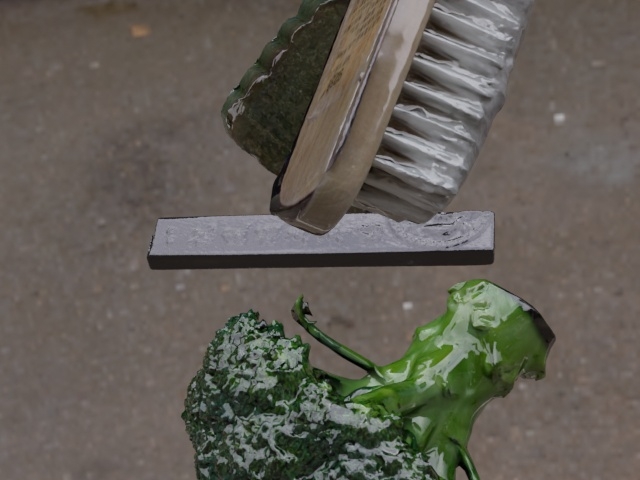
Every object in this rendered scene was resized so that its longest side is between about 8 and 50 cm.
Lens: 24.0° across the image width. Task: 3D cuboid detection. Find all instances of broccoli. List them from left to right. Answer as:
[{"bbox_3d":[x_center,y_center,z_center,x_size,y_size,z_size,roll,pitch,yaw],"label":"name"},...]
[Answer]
[{"bbox_3d":[0.036,0.149,1.140,0.297,0.297,0.297,21,61,41],"label":"broccoli"}]

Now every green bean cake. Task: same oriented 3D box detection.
[{"bbox_3d":[0.012,-0.129,1.443,0.173,0.181,0.094,-52,23,2],"label":"green bean cake"}]

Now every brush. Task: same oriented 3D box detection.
[{"bbox_3d":[0.067,-0.145,0.592,0.065,0.327,0.070,23,-16,-14],"label":"brush"}]

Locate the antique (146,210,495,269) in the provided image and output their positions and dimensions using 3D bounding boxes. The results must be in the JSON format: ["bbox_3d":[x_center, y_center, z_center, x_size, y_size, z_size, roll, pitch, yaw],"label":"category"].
[{"bbox_3d":[0.000,0.000,0.831,0.192,0.015,0.031,-1,51,7],"label":"antique"}]
